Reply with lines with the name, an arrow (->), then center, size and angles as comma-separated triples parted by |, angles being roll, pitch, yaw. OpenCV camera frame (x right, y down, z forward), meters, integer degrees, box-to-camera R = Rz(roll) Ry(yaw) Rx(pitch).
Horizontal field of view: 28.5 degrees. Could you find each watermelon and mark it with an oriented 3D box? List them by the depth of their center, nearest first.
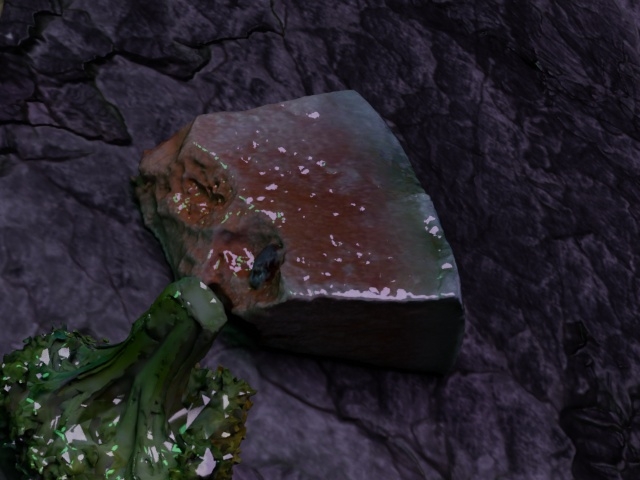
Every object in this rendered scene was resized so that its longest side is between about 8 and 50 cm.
watermelon -> 0.012, -0.009, 1.135 | 0.302, 0.151, 0.264 | 3, 49, -35

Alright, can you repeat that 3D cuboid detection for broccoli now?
broccoli -> -0.125, 0.107, 0.881 | 0.194, 0.194, 0.220 | -1, 45, -37

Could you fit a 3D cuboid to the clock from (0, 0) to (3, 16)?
clock -> -0.435, -0.249, 1.046 | 0.308, 0.096, 0.235 | 26, 27, 26
